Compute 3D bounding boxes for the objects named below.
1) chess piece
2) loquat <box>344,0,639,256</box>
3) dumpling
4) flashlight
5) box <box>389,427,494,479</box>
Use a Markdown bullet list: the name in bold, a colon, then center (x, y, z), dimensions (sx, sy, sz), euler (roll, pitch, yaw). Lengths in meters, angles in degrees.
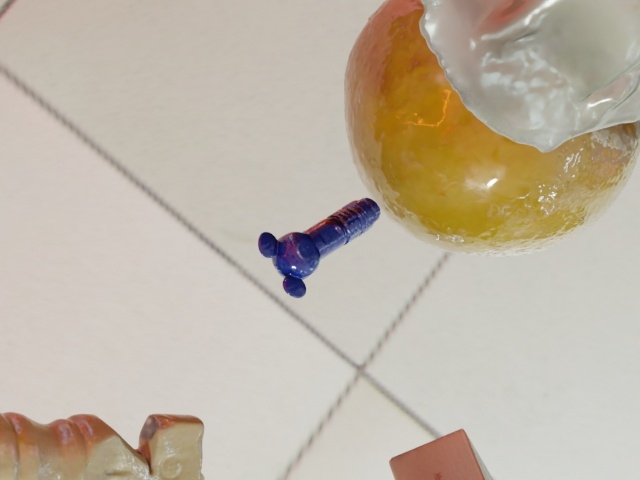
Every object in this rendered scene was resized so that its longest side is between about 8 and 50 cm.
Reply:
- **chess piece**: center (-0.181, 0.178, 1.453), dimensions (0.200, 0.090, 0.090), euler (5, 89, -32)
- **loquat**: center (0.157, -0.113, 1.649), dimensions (0.274, 0.275, 0.275), euler (0, 91, -21)
- **dumpling**: center (0.113, -0.105, 0.704), dimensions (0.188, 0.108, 0.127), euler (-30, 104, -35)
- **flashlight**: center (0.000, 0.000, 1.433), dimensions (0.121, 0.035, 0.057), euler (-33, 90, -42)
- **box**: center (0.044, 0.087, 0.495), dimensions (0.024, 0.083, 0.053), euler (-24, 67, 6)
